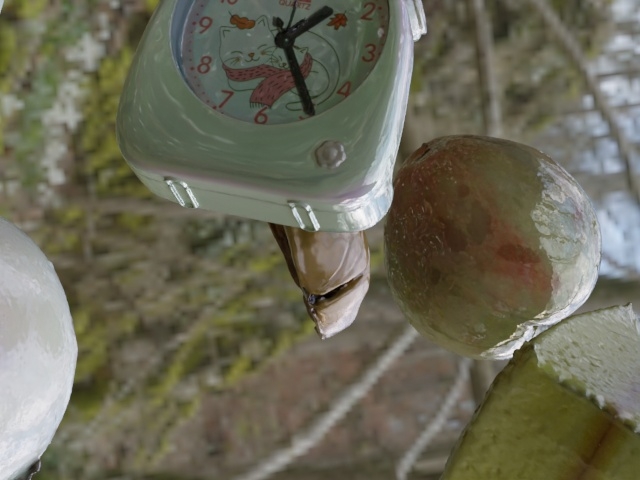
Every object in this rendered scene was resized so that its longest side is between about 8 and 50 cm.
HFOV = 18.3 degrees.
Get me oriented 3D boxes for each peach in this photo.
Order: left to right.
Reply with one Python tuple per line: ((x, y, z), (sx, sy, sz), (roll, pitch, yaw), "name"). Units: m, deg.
((0.205, 0.004, 2.473), (0.292, 0.247, 0.292), (29, -35, 23), "peach")

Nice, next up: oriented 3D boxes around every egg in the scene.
((-0.472, 0.113, 2.007), (0.340, 0.355, 0.354), (11, 66, -64), "egg")

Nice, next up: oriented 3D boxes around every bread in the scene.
((0.304, 0.137, 1.790), (0.233, 0.362, 0.245), (35, -44, 12), "bread")

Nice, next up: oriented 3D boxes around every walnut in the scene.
((0.001, -0.002, 2.039), (0.211, 0.087, 0.167), (-116, -176, -51), "walnut")

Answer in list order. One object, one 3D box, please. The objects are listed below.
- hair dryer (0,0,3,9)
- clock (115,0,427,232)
((-0.222, -0.193, 1.334), (0.107, 0.173, 0.357), (58, -36, 22), "hair dryer")
((-0.029, -0.178, 1.877), (0.108, 0.265, 0.324), (62, 42, -65), "clock")
